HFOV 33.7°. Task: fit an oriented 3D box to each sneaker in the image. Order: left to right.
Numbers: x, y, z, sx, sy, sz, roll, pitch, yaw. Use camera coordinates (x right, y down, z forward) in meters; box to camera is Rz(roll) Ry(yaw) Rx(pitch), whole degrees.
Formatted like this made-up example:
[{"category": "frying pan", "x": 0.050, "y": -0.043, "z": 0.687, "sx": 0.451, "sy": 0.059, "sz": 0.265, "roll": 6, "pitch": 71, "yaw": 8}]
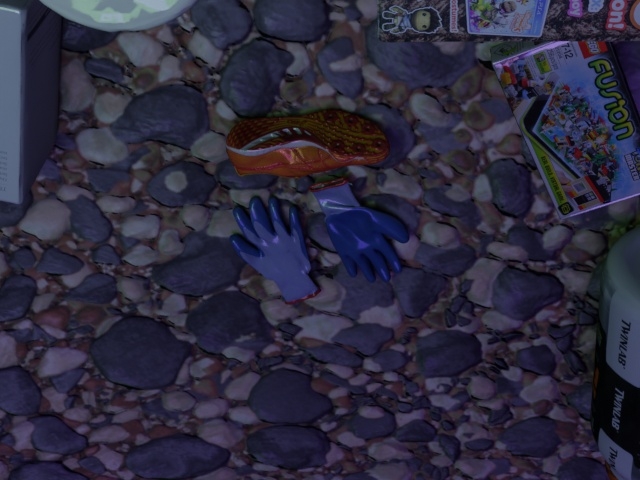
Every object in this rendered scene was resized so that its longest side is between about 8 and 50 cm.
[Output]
[{"category": "sneaker", "x": -0.012, "y": -0.098, "z": 1.125, "sx": 0.175, "sy": 0.064, "sz": 0.067, "roll": 2, "pitch": 148, "yaw": 12}]

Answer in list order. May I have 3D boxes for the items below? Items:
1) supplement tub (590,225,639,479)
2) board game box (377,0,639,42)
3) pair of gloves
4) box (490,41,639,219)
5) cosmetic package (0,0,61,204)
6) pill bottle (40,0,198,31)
[{"category": "supplement tub", "x": 0.401, "y": 0.148, "z": 1.168, "sx": 0.194, "sy": 0.193, "sz": 0.316, "roll": -1, "pitch": 127, "yaw": 8}, {"category": "board game box", "x": 0.193, "y": -0.277, "z": 0.833, "sx": 0.291, "sy": 0.232, "sz": 0.141, "roll": 1, "pitch": 133, "yaw": 6}, {"category": "pair of gloves", "x": 0.000, "y": 0.000, "z": 1.215, "sx": 0.198, "sy": 0.023, "sz": 0.159, "roll": -17, "pitch": 126, "yaw": 20}, {"category": "box", "x": 0.263, "y": -0.124, "z": 1.073, "sx": 0.114, "sy": 0.036, "sz": 0.207, "roll": -19, "pitch": 123, "yaw": 20}, {"category": "cosmetic package", "x": -0.385, "y": -0.180, "z": 1.049, "sx": 0.224, "sy": 0.138, "sz": 0.224, "roll": 12, "pitch": 127, "yaw": -2}, {"category": "pill bottle", "x": -0.130, "y": -0.300, "z": 0.817, "sx": 0.169, "sy": 0.301, "sz": 0.169, "roll": 4, "pitch": 129, "yaw": 5}]
